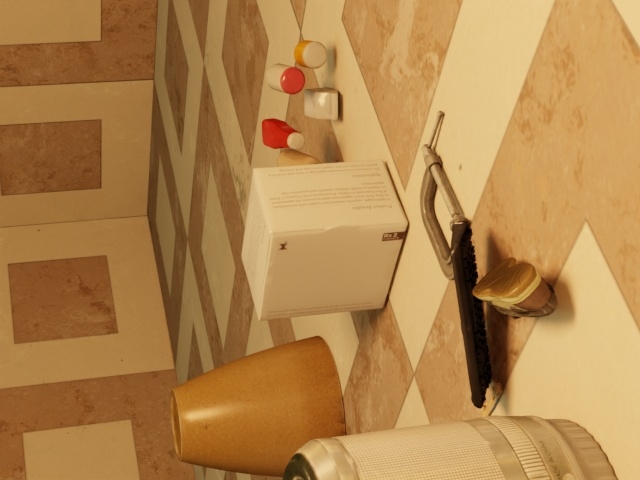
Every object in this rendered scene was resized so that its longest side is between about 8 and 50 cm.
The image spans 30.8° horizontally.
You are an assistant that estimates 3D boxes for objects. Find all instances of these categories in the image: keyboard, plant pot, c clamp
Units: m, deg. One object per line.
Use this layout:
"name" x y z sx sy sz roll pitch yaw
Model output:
"keyboard" 0.157 0.072 1.201 0.108 0.023 0.180 -67 -31 -69
"plant pot" -0.113 0.286 1.907 0.237 0.254 0.237 176 90 -76
"c clamp" 0.136 -0.042 1.310 0.137 0.022 0.160 104 157 -50

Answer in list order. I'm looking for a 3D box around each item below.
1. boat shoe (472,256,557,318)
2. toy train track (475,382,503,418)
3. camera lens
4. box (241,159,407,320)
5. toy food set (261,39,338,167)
"boat shoe" 0.184 0.051 1.100 0.049 0.056 0.152 47 -179 -4
"toy train track" 0.177 0.178 1.243 0.083 0.014 0.048 106 155 -52
"camera lens" 0.107 0.273 1.031 0.219 0.274 0.219 175 90 -76
"box" 0.000 0.000 1.523 0.182 0.181 0.119 102 158 -47
"toy food set" -0.014 -0.168 1.675 0.104 0.111 0.232 27 121 58
